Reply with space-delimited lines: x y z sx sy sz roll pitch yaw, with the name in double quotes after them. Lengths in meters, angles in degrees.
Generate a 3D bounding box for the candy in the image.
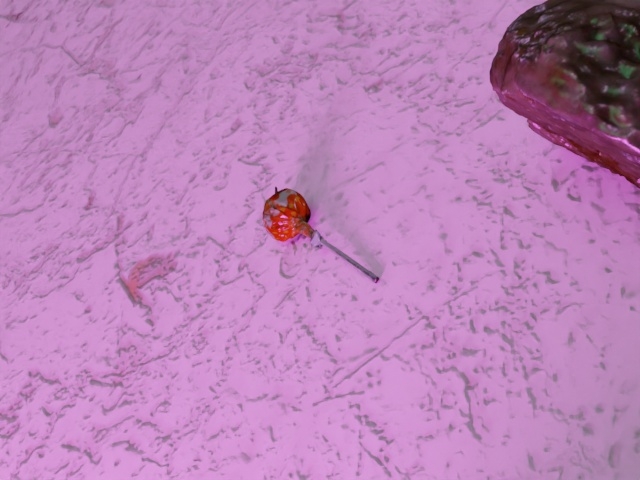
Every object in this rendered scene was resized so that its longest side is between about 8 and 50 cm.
0.000 0.000 1.201 0.185 0.049 0.055 36 116 44 "candy"

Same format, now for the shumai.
0.274 -0.151 0.951 0.218 0.189 0.256 -51 45 0 "shumai"
